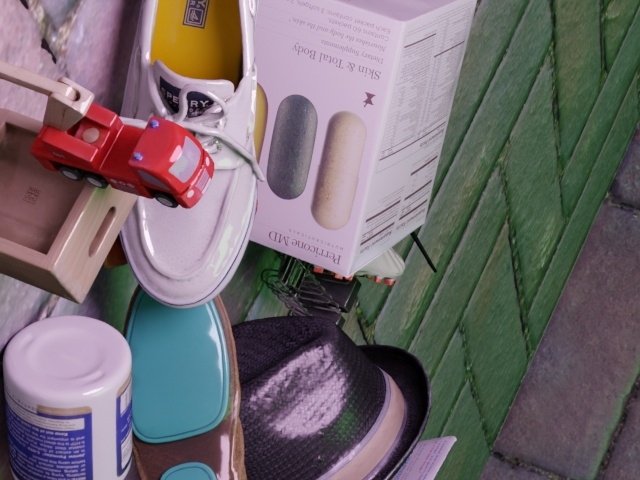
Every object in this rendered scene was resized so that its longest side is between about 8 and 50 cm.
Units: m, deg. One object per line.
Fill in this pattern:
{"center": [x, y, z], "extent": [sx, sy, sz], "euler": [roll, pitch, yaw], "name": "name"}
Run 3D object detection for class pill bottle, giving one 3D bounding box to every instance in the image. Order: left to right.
{"center": [-0.223, 0.170, 1.509], "extent": [0.112, 0.112, 0.187], "euler": [-48, 152, -47], "name": "pill bottle"}

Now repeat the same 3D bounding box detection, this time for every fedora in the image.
{"center": [-0.057, 0.182, 1.784], "extent": [0.152, 0.334, 0.334], "euler": [58, 48, -28], "name": "fedora"}

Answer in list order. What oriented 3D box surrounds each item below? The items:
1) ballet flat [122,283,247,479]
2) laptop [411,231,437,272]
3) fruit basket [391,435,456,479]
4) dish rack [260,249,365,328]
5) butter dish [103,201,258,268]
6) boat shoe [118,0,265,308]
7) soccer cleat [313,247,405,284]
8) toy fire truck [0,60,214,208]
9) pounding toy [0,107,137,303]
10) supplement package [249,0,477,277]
{"center": [-0.114, 0.195, 1.583], "extent": [0.124, 0.116, 0.342], "euler": [51, 27, -78], "name": "ballet flat"}
{"center": [0.114, -0.131, 2.082], "extent": [0.264, 0.136, 0.234], "euler": [-66, 162, -11], "name": "laptop"}
{"center": [-0.042, 0.353, 1.834], "extent": [0.165, 0.353, 0.327], "euler": [59, 44, -22], "name": "fruit basket"}
{"center": [0.000, 0.000, 2.014], "extent": [0.208, 0.074, 0.271], "euler": [-67, 159, -14], "name": "dish rack"}
{"center": [-0.113, -0.045, 1.575], "extent": [0.160, 0.118, 0.160], "euler": [-26, 133, -58], "name": "butter dish"}
{"center": [-0.108, -0.117, 1.418], "extent": [0.156, 0.136, 0.367], "euler": [-60, 159, -83], "name": "boat shoe"}
{"center": [0.053, 0.008, 1.961], "extent": [0.196, 0.068, 0.076], "euler": [7, 98, -65], "name": "soccer cleat"}
{"center": [-0.181, -0.090, 1.228], "extent": [0.047, 0.192, 0.135], "euler": [-65, 153, -18], "name": "toy fire truck"}
{"center": [-0.202, -0.031, 1.341], "extent": [0.141, 0.130, 0.100], "euler": [-64, 160, -17], "name": "pounding toy"}
{"center": [0.008, -0.138, 1.696], "extent": [0.198, 0.199, 0.263], "euler": [-33, 139, -59], "name": "supplement package"}
